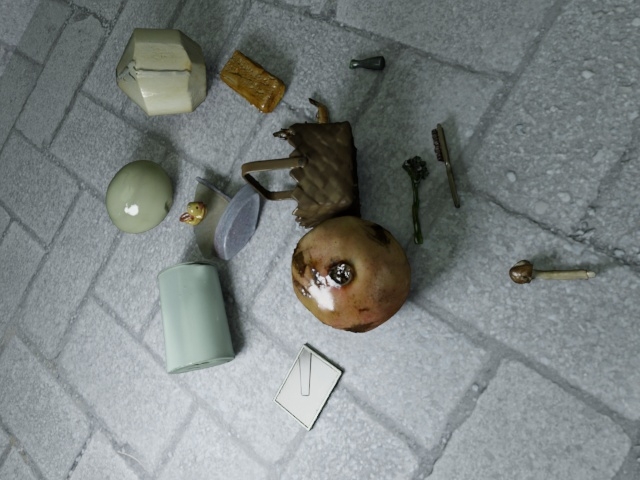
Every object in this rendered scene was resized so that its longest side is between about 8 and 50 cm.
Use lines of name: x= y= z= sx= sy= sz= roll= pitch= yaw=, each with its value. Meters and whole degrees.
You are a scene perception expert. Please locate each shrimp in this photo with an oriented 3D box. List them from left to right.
shrimp: x=-0.062 y=-0.398 z=1.472 sx=0.195 sy=0.035 sz=0.147 roll=1 pitch=83 yaw=18

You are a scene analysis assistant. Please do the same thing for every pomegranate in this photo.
pomegranate: x=0.078 y=0.086 z=1.188 sx=0.322 sy=0.322 sz=0.322 roll=-5 pitch=78 yaw=24

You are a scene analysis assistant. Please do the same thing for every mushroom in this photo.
mushroom: x=0.561 y=0.076 z=1.089 sx=0.187 sy=0.060 sz=0.061 roll=-2 pitch=80 yaw=21

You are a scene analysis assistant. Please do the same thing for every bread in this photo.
bread: x=-0.240 y=-0.550 z=1.562 sx=0.271 sy=0.077 sz=0.139 roll=40 pitch=101 yaw=27

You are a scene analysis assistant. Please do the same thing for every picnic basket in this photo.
picnic basket: x=-0.043 y=-0.185 z=1.302 sx=0.321 sy=0.254 sz=0.291 roll=-5 pitch=78 yaw=13

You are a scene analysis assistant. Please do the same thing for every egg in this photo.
egg: x=-0.642 y=-0.155 z=1.592 sx=0.219 sy=0.219 sz=0.269 roll=12 pitch=90 yaw=26

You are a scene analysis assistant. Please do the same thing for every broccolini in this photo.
broccolini: x=0.278 y=-0.115 z=1.275 sx=0.058 sy=0.071 sz=0.254 roll=-2 pitch=84 yaw=-18

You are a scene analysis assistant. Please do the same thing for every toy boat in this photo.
toy boat: x=-0.335 y=-0.068 z=1.510 sx=0.294 sy=0.111 sz=0.275 roll=9 pitch=85 yaw=39

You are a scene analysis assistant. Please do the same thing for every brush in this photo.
brush: x=0.349 y=-0.207 z=1.249 sx=0.036 sy=0.043 sz=0.247 roll=-17 pitch=74 yaw=28

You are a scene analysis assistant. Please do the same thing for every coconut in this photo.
coconut: x=-0.564 y=-0.590 z=1.580 sx=0.323 sy=0.323 sz=0.322 roll=-5 pitch=78 yaw=24

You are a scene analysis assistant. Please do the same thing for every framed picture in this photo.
framed picture: x=-0.040 y=0.431 z=1.317 sx=0.150 sy=0.015 sz=0.203 roll=30 pitch=93 yaw=26

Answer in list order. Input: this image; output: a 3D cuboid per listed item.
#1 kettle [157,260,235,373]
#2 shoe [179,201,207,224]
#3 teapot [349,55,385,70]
kettle: x=-0.405 y=0.252 z=1.441 sx=0.205 sy=0.265 sz=0.317 roll=-12 pitch=73 yaw=-11
shoe: x=-0.422 y=-0.085 z=1.485 sx=0.109 sy=0.069 sz=0.072 roll=-20 pitch=71 yaw=53
teapot: x=0.145 y=-0.558 z=1.409 sx=0.111 sy=0.043 sz=0.042 roll=11 pitch=85 yaw=28
